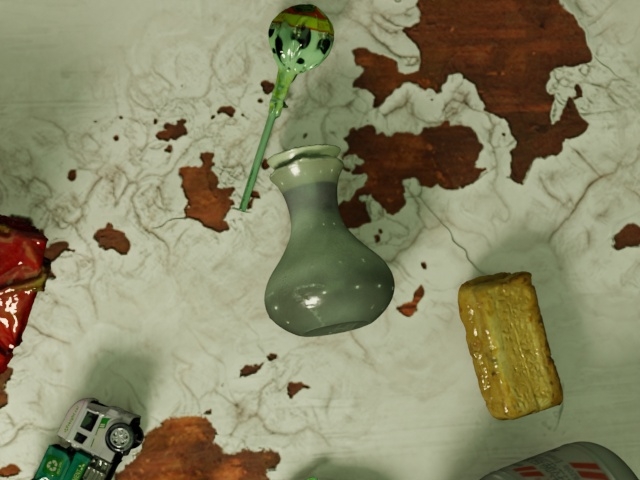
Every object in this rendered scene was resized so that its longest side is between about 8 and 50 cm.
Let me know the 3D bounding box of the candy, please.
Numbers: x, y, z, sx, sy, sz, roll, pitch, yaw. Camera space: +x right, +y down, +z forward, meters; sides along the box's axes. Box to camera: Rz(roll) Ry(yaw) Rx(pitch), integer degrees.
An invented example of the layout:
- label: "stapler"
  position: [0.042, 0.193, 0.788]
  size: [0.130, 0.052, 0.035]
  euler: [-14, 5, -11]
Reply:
- label: "candy"
  position: [-0.058, -0.184, 1.931]
  size: [0.091, 0.083, 0.306]
  euler: [18, 93, 21]

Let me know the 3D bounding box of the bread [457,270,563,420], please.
- label: "bread"
  position: [0.269, 0.150, 1.962]
  size: [0.113, 0.083, 0.211]
  euler: [-13, 90, -15]

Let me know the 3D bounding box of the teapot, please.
- label: "teapot"
  position: [0.000, 0.000, 1.886]
  size: [0.183, 0.183, 0.251]
  euler: [-8, 79, -9]

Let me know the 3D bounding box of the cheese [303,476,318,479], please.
- label: "cheese"
  position: [0.043, 0.481, 1.915]
  size: [0.204, 0.083, 0.320]
  euler: [-31, 92, -11]

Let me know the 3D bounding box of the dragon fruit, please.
- label: "dragon fruit"
  position: [-0.457, 0.086, 1.811]
  size: [0.240, 0.302, 0.330]
  euler: [-19, 116, -48]

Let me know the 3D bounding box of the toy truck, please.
- label: "toy truck"
  position: [-0.331, 0.316, 1.850]
  size: [0.116, 0.110, 0.216]
  euler: [25, 85, 4]

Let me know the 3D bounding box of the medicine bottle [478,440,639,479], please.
- label: "medicine bottle"
  position: [0.281, 0.427, 1.858]
  size: [0.306, 0.245, 0.245]
  euler: [-17, 91, -18]
